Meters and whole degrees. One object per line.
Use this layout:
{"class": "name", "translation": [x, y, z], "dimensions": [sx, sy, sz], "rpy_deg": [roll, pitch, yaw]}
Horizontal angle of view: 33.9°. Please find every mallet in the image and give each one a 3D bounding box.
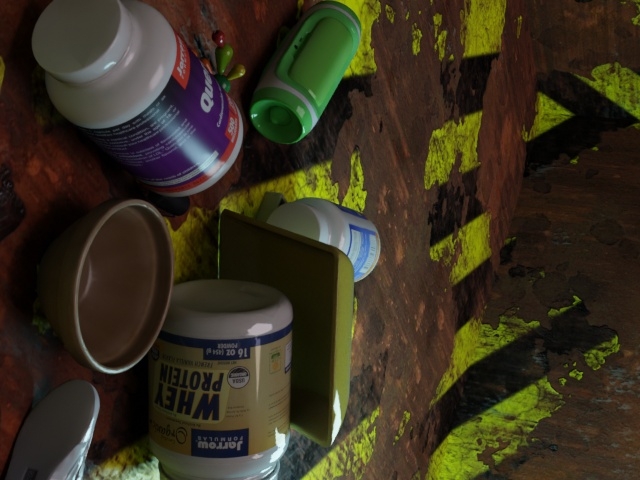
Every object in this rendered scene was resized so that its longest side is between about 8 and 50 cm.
{"class": "mallet", "translation": [-0.198, -0.131, 1.556], "dimensions": [0.062, 0.039, 0.189], "rpy_deg": [18, 93, -52]}

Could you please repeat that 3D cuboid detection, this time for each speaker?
{"class": "speaker", "translation": [-0.025, -0.314, 1.935], "dimensions": [0.131, 0.131, 0.296], "rpy_deg": [74, 33, -44]}

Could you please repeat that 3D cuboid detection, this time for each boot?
{"class": "boot", "translation": [-0.362, 0.321, 1.428], "dimensions": [0.258, 0.095, 0.123], "rpy_deg": [-64, 159, -17]}

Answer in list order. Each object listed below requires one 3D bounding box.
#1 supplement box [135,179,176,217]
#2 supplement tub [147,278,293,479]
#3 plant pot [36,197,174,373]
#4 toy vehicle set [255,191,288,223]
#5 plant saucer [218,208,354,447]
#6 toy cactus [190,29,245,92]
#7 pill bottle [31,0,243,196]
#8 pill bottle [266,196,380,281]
{"class": "supplement box", "translation": [-0.241, -0.083, 1.611], "dimensions": [0.083, 0.043, 0.055], "rpy_deg": [71, 35, -46]}
{"class": "supplement tub", "translation": [-0.160, 0.238, 1.673], "dimensions": [0.228, 0.228, 0.316], "rpy_deg": [-27, 121, -63]}
{"class": "plant pot", "translation": [-0.304, 0.054, 1.425], "dimensions": [0.237, 0.110, 0.237], "rpy_deg": [9, 90, -67]}
{"class": "toy vehicle set", "translation": [-0.075, 0.044, 2.051], "dimensions": [0.267, 0.035, 0.166], "rpy_deg": [60, 44, -56]}
{"class": "plant saucer", "translation": [-0.050, 0.133, 1.763], "dimensions": [0.081, 0.333, 0.332], "rpy_deg": [-9, 108, -36]}
{"class": "toy cactus", "translation": [-0.171, -0.207, 1.683], "dimensions": [0.180, 0.112, 0.219], "rpy_deg": [67, 28, -67]}
{"class": "pill bottle", "translation": [-0.240, -0.196, 1.398], "dimensions": [0.323, 0.182, 0.181], "rpy_deg": [48, 54, -61]}
{"class": "pill bottle", "translation": [0.000, 0.000, 1.971], "dimensions": [0.272, 0.152, 0.152], "rpy_deg": [15, 84, -66]}
